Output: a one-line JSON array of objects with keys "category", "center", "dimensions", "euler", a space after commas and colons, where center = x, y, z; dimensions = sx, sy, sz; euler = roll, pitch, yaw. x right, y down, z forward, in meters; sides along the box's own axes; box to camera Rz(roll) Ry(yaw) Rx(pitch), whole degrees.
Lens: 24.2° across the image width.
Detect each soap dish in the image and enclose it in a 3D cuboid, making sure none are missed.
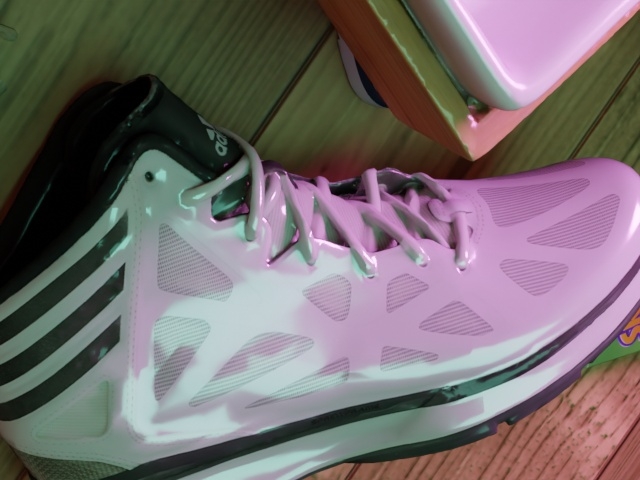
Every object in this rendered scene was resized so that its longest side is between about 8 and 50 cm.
[{"category": "soap dish", "center": [0.064, -0.221, 0.820], "dimensions": [0.229, 0.118, 0.291], "euler": [-43, 108, -26]}]

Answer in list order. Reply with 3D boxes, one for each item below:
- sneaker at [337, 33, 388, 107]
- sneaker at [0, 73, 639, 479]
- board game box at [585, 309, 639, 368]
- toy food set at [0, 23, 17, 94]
[{"category": "sneaker", "center": [0.043, -0.170, 0.916], "dimensions": [0.090, 0.095, 0.235], "euler": [-38, 126, -10]}, {"category": "sneaker", "center": [0.000, 0.001, 0.897], "dimensions": [0.448, 0.169, 0.257], "euler": [-24, 124, -10]}, {"category": "board game box", "center": [0.294, 0.019, 1.214], "dimensions": [0.259, 0.039, 0.124], "euler": [-15, 119, -31]}, {"category": "toy food set", "center": [-0.221, -0.076, 0.835], "dimensions": [0.078, 0.019, 0.122], "euler": [17, 110, -38]}]
